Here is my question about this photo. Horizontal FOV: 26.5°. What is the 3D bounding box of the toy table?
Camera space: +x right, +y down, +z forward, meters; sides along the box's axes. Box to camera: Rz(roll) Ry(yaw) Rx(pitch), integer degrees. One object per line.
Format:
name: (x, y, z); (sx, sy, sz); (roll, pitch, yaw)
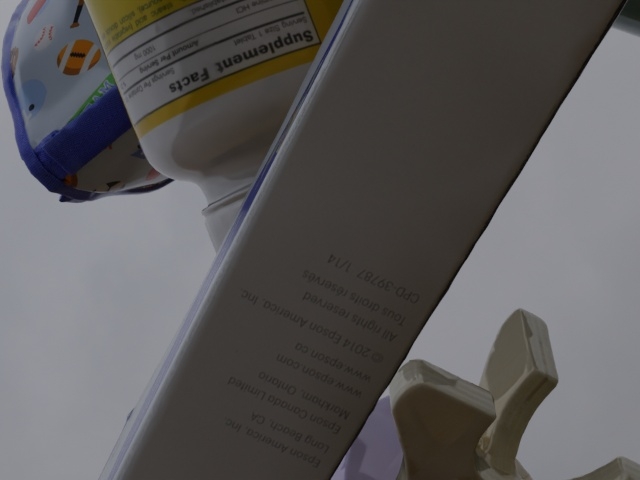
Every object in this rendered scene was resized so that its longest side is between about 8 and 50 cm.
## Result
toy table: (0.120, 0.187, 0.968); (0.252, 0.274, 0.161); (19, -52, -32)

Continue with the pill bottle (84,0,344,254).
pill bottle: (-0.064, -0.161, 0.966); (0.188, 0.334, 0.188); (-21, 0, 0)

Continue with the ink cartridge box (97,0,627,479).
ink cartridge box: (0.000, 0.000, 0.441); (0.065, 0.165, 0.332); (27, -59, -5)

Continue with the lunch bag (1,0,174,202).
lunch bag: (-0.132, -0.227, 1.334); (0.328, 0.385, 0.239); (-38, -67, 19)

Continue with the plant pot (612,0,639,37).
plant pot: (0.222, -0.307, 1.012); (0.334, 0.341, 0.341); (14, -41, -1)
